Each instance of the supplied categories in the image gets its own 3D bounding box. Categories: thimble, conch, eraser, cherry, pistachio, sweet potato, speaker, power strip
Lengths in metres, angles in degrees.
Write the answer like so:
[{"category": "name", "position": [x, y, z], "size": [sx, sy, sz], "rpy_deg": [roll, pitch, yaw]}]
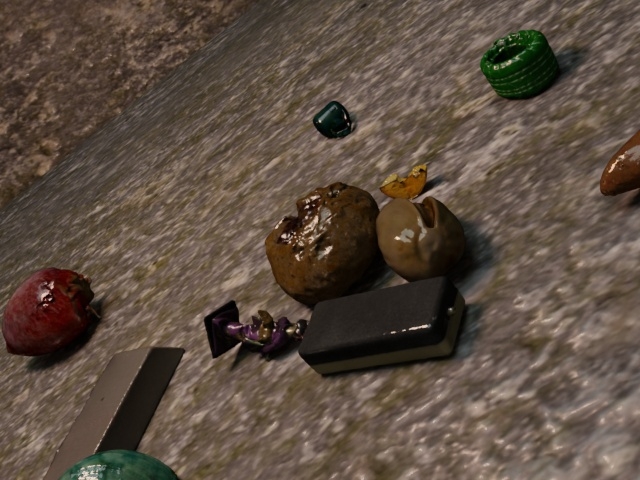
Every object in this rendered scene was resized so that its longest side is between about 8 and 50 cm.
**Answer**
[{"category": "thimble", "position": [0.359, -0.319, 1.494], "size": [0.118, 0.090, 0.130], "rpy_deg": [-43, 28, -3]}, {"category": "conch", "position": [-0.325, 0.404, 1.215], "size": [0.196, 0.134, 0.202], "rpy_deg": [-30, 29, 20]}, {"category": "eraser", "position": [-0.364, 0.313, 1.455], "size": [0.111, 0.077, 0.352], "rpy_deg": [-14, 37, 34]}, {"category": "cherry", "position": [-0.624, 0.173, 1.862], "size": [0.250, 0.175, 0.192], "rpy_deg": [-42, 46, 11]}, {"category": "pistachio", "position": [0.150, -0.003, 1.270], "size": [0.130, 0.131, 0.206], "rpy_deg": [5, 16, -8]}, {"category": "sweet potato", "position": [0.479, -0.142, 1.095], "size": [0.252, 0.097, 0.097], "rpy_deg": [-34, 29, 7]}, {"category": "speaker", "position": [0.031, -0.267, 1.833], "size": [0.075, 0.060, 0.094], "rpy_deg": [-45, 29, -7]}, {"category": "power strip", "position": [0.090, 0.127, 1.197], "size": [0.257, 0.070, 0.105], "rpy_deg": [-17, 38, 38]}]

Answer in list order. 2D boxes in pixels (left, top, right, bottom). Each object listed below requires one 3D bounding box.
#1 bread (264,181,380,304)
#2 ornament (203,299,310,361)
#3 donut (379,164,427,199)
[{"category": "bread", "position": [0.000, 0.000, 1.403], "size": [0.230, 0.123, 0.230], "rpy_deg": [-39, 27, 25]}, {"category": "ornament", "position": [-0.086, 0.151, 1.375], "size": [0.203, 0.088, 0.081], "rpy_deg": [-4, 19, 29]}, {"category": "donut", "position": [0.154, -0.110, 1.466], "size": [0.083, 0.067, 0.038], "rpy_deg": [-61, -6, 35]}]
